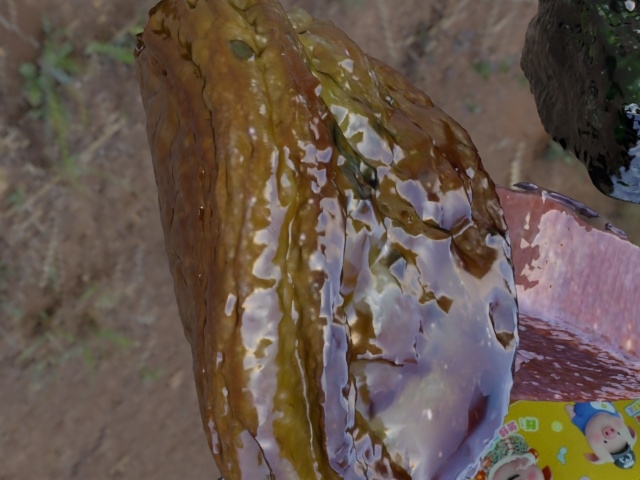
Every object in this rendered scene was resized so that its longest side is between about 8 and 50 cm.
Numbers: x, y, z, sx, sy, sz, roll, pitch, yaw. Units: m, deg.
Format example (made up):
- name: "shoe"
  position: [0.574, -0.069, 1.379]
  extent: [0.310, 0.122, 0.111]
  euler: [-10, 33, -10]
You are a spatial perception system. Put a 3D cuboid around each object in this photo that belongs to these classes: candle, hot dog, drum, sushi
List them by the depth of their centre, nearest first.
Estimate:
- name: "hot dog"
  position: [0.000, 0.000, 0.963]
  extent: [0.174, 0.388, 0.267]
  euler: [-31, 151, 33]
- name: "sushi"
  position: [0.238, -0.137, 1.164]
  extent: [0.124, 0.225, 0.127]
  euler: [-4, 134, -14]
- name: "candle"
  position: [0.181, 0.071, 1.274]
  extent: [0.317, 0.287, 0.131]
  euler: [85, 18, -72]
- name: "drum"
  position: [0.216, 0.294, 1.678]
  extent: [0.431, 0.214, 0.431]
  euler: [-25, 162, -9]

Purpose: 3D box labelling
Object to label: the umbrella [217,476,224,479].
- name: "umbrella"
  position: [-0.055, 0.149, 1.046]
  extent: [0.022, 0.022, 0.149]
  euler: [-107, -150, -50]
